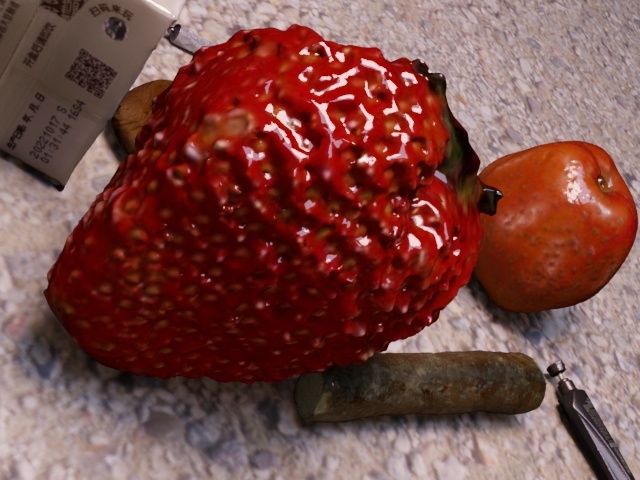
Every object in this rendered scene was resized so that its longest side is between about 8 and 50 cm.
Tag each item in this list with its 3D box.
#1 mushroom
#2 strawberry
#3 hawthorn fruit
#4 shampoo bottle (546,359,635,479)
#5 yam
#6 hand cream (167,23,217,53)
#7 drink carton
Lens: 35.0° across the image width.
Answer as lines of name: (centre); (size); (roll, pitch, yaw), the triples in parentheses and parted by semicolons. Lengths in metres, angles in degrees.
mushroom: (-0.121, -0.094, 0.873); (0.123, 0.052, 0.123); (24, 39, -21)
strawberry: (-0.026, -0.007, 0.702); (0.261, 0.261, 0.257); (34, 58, -14)
hawthorn fruit: (0.233, -0.017, 1.039); (0.189, 0.189, 0.189); (26, 40, -24)
shampoo bottle: (0.262, 0.182, 0.995); (0.048, 0.027, 0.137); (14, 45, -54)
yam: (0.092, 0.123, 0.864); (0.274, 0.061, 0.061); (5, 52, -40)
hand cream: (-0.112, -0.189, 1.007); (0.093, 0.019, 0.030); (25, 38, -36)
drink carton: (-0.175, -0.226, 0.826); (0.132, 0.194, 0.324); (30, 39, -17)
